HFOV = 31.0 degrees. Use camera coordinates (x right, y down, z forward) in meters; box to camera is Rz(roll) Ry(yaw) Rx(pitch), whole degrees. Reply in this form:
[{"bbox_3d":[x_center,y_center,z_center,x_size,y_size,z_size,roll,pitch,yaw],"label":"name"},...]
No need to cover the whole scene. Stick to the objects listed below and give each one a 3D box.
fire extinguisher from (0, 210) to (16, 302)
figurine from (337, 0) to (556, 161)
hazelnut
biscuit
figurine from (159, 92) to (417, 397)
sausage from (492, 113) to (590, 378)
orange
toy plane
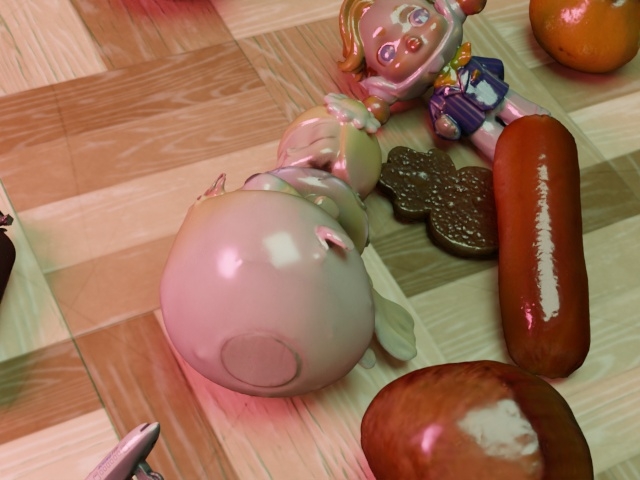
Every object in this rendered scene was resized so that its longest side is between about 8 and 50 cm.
[{"bbox_3d":[-0.348,0.045,1.097,0.099,0.071,0.231,-10,48,17],"label":"fire extinguisher"},{"bbox_3d":[0.149,-0.203,1.350,0.274,0.133,0.194,19,93,8],"label":"figurine"},{"bbox_3d":[0.147,0.185,1.006,0.210,0.186,0.210,-5,44,5],"label":"hazelnut"},{"bbox_3d":[0.145,-0.045,1.286,0.175,0.026,0.124,30,54,11],"label":"biscuit"},{"bbox_3d":[0.000,0.000,1.156,0.274,0.226,0.394,39,36,-19],"label":"figurine"},{"bbox_3d":[0.230,-0.002,1.210,0.089,0.083,0.300,12,60,-22],"label":"sausage"},{"bbox_3d":[0.341,-0.288,1.453,0.156,0.134,0.157,2,64,-4],"label":"orange"},{"bbox_3d":[-0.194,0.220,0.893,0.058,0.226,0.226,54,17,6],"label":"toy plane"}]
